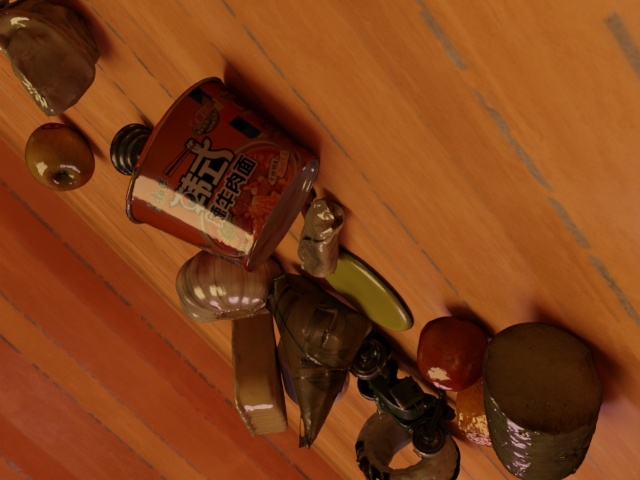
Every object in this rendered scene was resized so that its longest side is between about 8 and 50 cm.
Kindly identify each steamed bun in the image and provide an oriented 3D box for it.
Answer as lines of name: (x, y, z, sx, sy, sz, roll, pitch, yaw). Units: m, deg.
steamed bun: (-0.471, -0.346, 1.492, 0.211, 0.144, 0.218, 56, -170, -17)

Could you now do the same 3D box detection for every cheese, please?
cheese: (-0.149, 0.316, 2.026, 0.384, 0.104, 0.383, 172, 90, -89)

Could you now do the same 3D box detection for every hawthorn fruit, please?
hawthorn fruit: (0.205, 0.175, 1.318, 0.128, 0.128, 0.128, 38, 163, 14)

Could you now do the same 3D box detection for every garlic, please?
garlic: (-0.211, 0.052, 1.874, 0.245, 0.245, 0.253, 114, 143, -72)

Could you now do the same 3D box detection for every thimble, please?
thimble: (0.198, 0.483, 1.934, 0.237, 0.237, 0.150, 25, 152, 44)

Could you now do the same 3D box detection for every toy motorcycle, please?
toy motorcycle: (0.163, 0.303, 1.732, 0.275, 0.127, 0.205, 41, 164, 28)

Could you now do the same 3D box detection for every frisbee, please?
frisbee: (0.073, 0.088, 1.559, 0.236, 0.017, 0.236, 38, 163, 13)

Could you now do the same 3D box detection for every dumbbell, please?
dumbbell: (-0.317, -0.159, 1.683, 0.255, 0.110, 0.110, 22, 155, 35)

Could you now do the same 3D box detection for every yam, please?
yam: (0.301, 0.228, 1.162, 0.161, 0.161, 0.268, 33, 160, 27)

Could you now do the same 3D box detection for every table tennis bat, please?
table tennis bat: (-0.040, -0.080, 1.396, 0.098, 0.019, 0.154, 26, 155, 40)

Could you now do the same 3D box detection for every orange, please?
orange: (0.285, 0.283, 1.400, 0.136, 0.117, 0.135, 34, 167, 9)

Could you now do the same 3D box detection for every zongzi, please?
zongzi: (-0.044, 0.234, 1.719, 0.123, 0.289, 0.260, 14, -170, -41)

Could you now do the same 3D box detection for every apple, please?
apple: (-0.691, -0.223, 2.240, 0.182, 0.183, 0.155, 65, -179, -52)

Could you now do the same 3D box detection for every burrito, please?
burrito: (0.000, 0.000, 1.403, 0.087, 0.060, 0.226, 49, 161, 15)

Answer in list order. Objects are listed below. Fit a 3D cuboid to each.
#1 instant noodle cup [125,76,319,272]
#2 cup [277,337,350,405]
instant noodle cup: (-0.133, -0.083, 1.236, 0.192, 0.250, 0.250, 32, 162, 8)
cup: (-0.040, 0.282, 2.040, 0.221, 0.167, 0.202, 31, 158, 22)
